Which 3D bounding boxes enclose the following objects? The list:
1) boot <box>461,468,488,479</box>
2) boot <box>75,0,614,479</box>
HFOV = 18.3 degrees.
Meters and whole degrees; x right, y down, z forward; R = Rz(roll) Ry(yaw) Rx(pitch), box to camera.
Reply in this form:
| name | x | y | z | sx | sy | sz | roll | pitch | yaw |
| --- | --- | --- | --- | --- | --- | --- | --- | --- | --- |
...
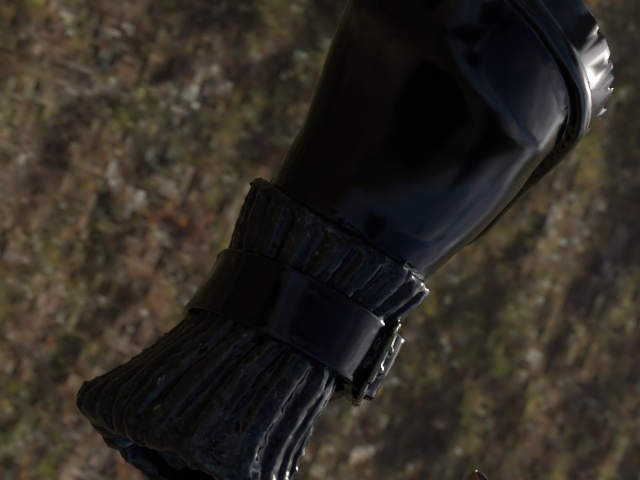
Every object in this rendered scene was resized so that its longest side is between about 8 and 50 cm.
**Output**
| name | x | y | z | sx | sy | sz | roll | pitch | yaw |
| --- | --- | --- | --- | --- | --- | --- | --- | --- | --- |
| boot | 0.068 | 0.218 | 1.105 | 0.152 | 0.197 | 0.073 | -42 | 123 | 4 |
| boot | 0.003 | 0.003 | 0.982 | 0.260 | 0.131 | 0.348 | -45 | 168 | -19 |
